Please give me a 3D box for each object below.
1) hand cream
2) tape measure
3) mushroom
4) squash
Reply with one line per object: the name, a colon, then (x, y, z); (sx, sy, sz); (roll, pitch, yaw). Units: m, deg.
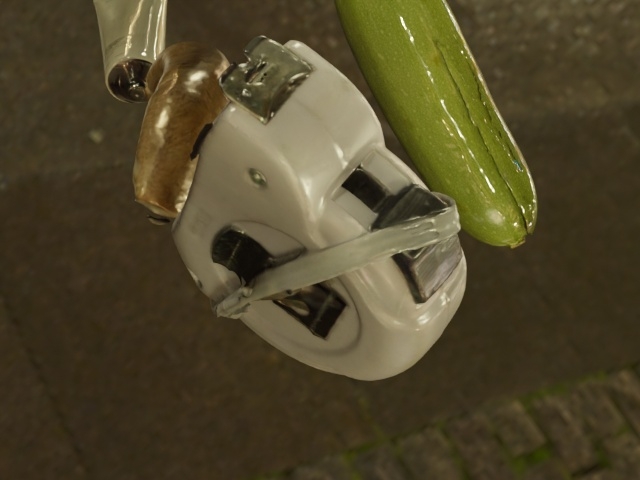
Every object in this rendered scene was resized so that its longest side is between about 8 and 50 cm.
hand cream: (-0.178, -0.196, 1.778); (0.186, 0.087, 0.054); (-98, 163, -48)
tape measure: (0.000, 0.000, 1.202); (0.197, 0.236, 0.120); (37, 59, 5)
mushroom: (-0.099, -0.091, 1.390); (0.072, 0.094, 0.210); (5, 23, -4)
squash: (0.077, -0.142, 1.468); (0.341, 0.094, 0.094); (59, 38, -16)
